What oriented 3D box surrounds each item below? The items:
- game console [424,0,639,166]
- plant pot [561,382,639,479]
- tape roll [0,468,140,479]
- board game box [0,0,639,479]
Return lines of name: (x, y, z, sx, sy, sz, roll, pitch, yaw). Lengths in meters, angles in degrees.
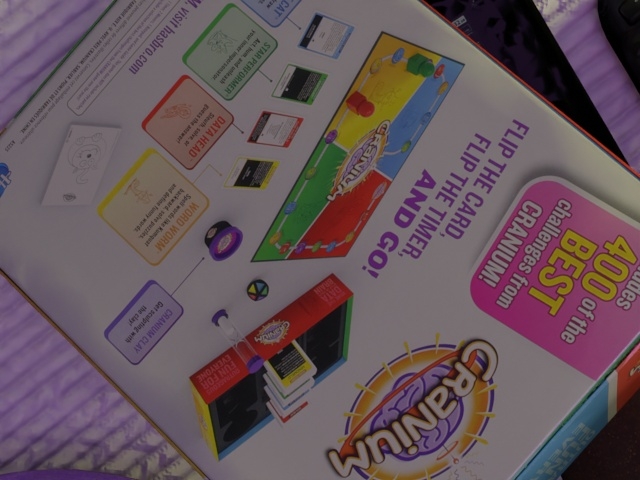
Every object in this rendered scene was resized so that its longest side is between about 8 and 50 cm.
game console: (0.189, -0.086, 0.939, 0.361, 0.044, 0.213, -31, 101, 1)
plant pot: (0.225, 0.136, 0.890, 0.215, 0.215, 0.230, -44, 95, 2)
tape roll: (-0.133, 0.249, 0.847, 0.274, 0.275, 0.090, 0, 140, -5)
board game box: (0.000, 0.000, 0.849, 0.316, 0.064, 0.242, 43, 93, 21)
